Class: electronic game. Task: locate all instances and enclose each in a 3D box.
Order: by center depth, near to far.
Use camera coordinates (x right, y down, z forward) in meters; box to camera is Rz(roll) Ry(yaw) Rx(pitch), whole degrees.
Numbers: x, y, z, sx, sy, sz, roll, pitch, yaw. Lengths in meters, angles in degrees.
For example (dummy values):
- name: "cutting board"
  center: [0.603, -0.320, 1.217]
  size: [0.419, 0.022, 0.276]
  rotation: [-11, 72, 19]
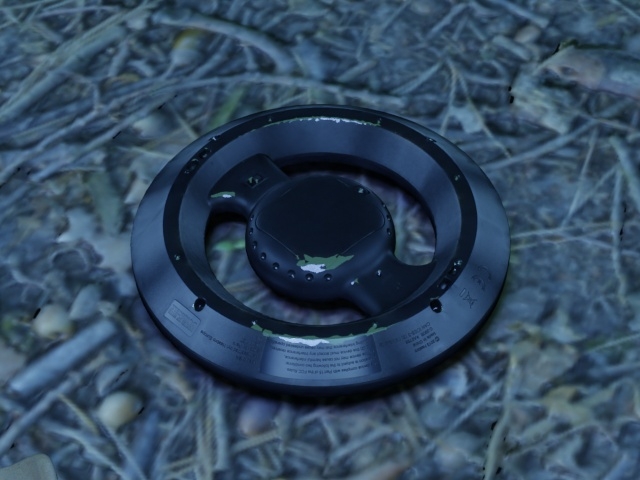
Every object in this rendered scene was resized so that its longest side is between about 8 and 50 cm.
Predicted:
- name: "electronic game"
  center: [0.000, 0.000, 1.046]
  size: [0.229, 0.048, 0.229]
  rotation: [0, 48, 0]

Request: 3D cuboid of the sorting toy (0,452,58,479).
- name: "sorting toy"
  center: [-0.238, 0.191, 0.895]
  size: [0.229, 0.041, 0.307]
  rotation: [-16, 50, -7]
